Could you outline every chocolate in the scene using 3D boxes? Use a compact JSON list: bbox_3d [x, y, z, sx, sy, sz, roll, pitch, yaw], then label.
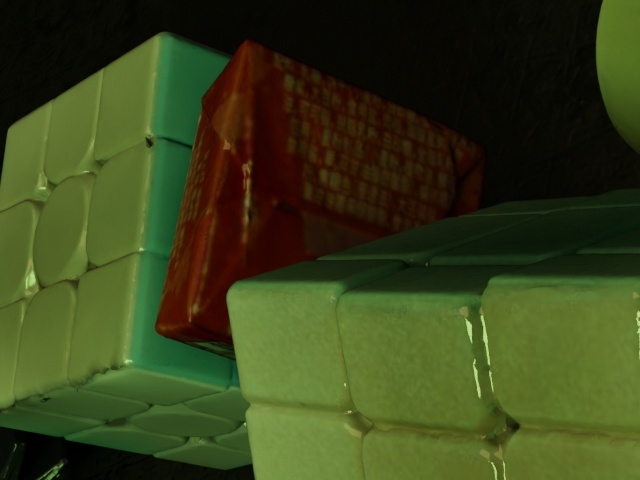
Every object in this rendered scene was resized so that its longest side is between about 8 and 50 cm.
[{"bbox_3d":[0.000,0.000,1.069,0.108,0.237,0.234,-24,52,53],"label":"chocolate"}]

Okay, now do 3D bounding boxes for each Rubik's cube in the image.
[{"bbox_3d":[-0.110,0.027,1.244,0.291,0.290,0.291,-21,59,48],"label":"Rubik's cube"},{"bbox_3d":[0.172,0.145,0.884,0.316,0.322,0.318,-1,100,43],"label":"Rubik's cube"}]

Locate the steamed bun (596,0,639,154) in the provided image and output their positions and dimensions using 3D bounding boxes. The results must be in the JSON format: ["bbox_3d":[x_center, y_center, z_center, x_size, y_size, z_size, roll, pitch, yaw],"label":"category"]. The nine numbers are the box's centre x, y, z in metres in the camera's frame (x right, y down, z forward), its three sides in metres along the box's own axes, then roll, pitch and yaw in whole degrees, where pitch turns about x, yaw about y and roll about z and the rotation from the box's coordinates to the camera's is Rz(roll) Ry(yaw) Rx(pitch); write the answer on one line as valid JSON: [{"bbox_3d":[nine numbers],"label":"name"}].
[{"bbox_3d":[0.312,-0.107,0.975,0.200,0.250,0.154,31,93,43],"label":"steamed bun"}]

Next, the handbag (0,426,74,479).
[{"bbox_3d":[-0.371,0.322,1.482,0.325,0.118,0.269,-60,21,9],"label":"handbag"}]
